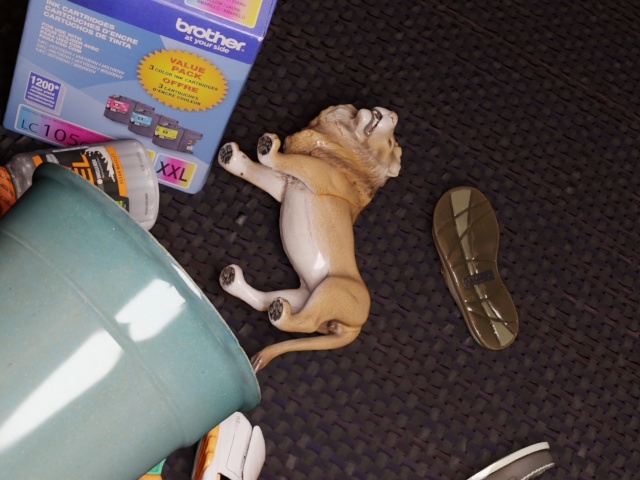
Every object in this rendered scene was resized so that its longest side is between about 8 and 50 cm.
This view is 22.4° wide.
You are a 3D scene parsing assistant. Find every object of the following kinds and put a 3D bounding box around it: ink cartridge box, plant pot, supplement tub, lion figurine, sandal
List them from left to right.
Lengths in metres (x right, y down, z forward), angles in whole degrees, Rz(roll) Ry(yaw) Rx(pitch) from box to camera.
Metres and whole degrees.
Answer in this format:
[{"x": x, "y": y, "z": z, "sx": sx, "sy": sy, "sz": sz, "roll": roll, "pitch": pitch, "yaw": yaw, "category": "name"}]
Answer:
[{"x": -0.297, "y": 0.155, "z": 1.648, "sx": 0.341, "sy": 0.341, "sz": 0.334, "roll": 44, "pitch": 72, "yaw": 11, "category": "plant pot"}, {"x": -0.297, "y": -0.053, "z": 1.919, "sx": 0.190, "sy": 0.117, "sz": 0.117, "roll": -10, "pitch": 62, "yaw": -25, "category": "supplement tub"}, {"x": -0.207, "y": -0.252, "z": 1.908, "sx": 0.270, "sy": 0.395, "sz": 0.151, "roll": 19, "pitch": 54, "yaw": -7, "category": "ink cartridge box"}, {"x": -0.096, "y": 0.222, "z": 1.818, "sx": 0.076, "sy": 0.102, "sz": 0.265, "roll": 15, "pitch": 52, "yaw": -10, "category": "sandal"}, {"x": 0.000, "y": 0.000, "z": 1.990, "sx": 0.240, "sy": 0.142, "sz": 0.392, "roll": 21, "pitch": 63, "yaw": -41, "category": "lion figurine"}, {"x": 0.195, "y": 0.039, "z": 2.077, "sx": 0.090, "sy": 0.060, "sz": 0.219, "roll": -14, "pitch": 78, "yaw": -20, "category": "sandal"}]

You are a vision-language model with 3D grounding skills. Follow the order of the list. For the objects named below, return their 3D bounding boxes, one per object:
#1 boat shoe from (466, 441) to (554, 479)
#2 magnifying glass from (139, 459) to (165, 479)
[{"x": 0.186, "y": 0.308, "z": 1.879, "sx": 0.228, "sy": 0.081, "sz": 0.069, "roll": -25, "pitch": 71, "yaw": -24, "category": "boat shoe"}, {"x": -0.193, "y": 0.243, "z": 1.816, "sx": 0.092, "sy": 0.026, "sz": 0.231, "roll": 5, "pitch": 57, "yaw": -17, "category": "magnifying glass"}]
